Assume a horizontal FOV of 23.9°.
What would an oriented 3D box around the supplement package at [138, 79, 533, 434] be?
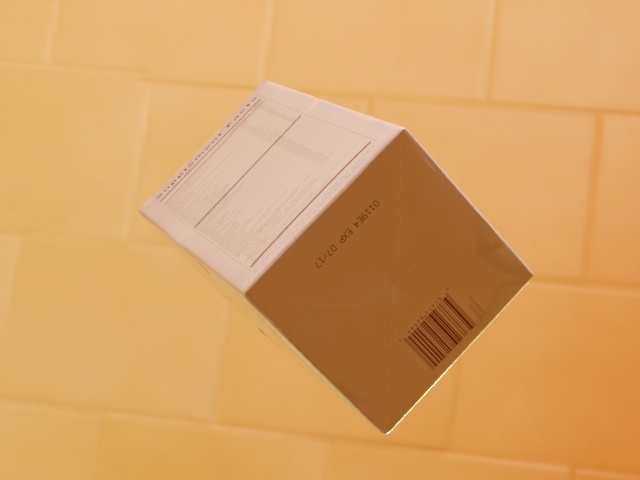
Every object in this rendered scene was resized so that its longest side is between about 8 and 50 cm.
[{"bbox_3d":[0.000,0.000,0.982,0.139,0.134,0.244,-46,24,-5],"label":"supplement package"}]
